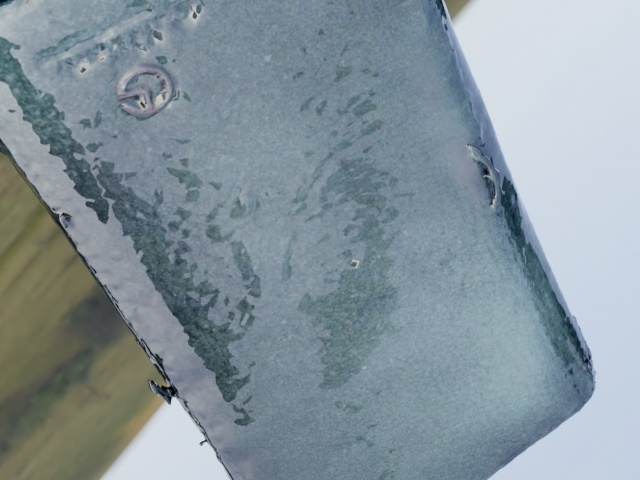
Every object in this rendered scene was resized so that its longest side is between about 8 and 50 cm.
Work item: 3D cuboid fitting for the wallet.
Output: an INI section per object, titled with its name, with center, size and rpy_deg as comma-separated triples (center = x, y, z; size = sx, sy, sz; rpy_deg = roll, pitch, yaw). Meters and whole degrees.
[wallet]
center = 0.000, 0.000, 0.696
size = 0.190, 0.379, 0.046
rpy_deg = -31, -138, -3
